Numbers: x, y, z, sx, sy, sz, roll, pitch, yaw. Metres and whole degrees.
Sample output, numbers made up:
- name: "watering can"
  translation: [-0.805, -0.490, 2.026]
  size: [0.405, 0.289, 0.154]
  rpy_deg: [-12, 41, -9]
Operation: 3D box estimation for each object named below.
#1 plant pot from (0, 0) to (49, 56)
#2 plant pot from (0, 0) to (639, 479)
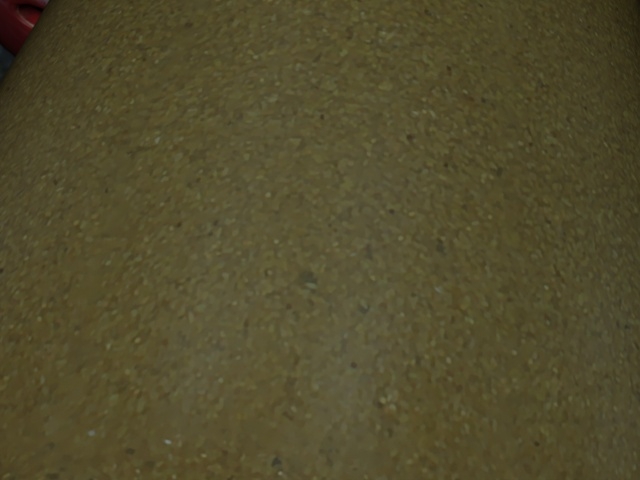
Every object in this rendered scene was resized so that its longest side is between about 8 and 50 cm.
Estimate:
- name: "plant pot"
  translation: [-0.070, -0.169, 0.589]
  size: [0.191, 0.174, 0.191]
  rpy_deg: [-5, 67, 11]
- name: "plant pot"
  translation: [0.000, 0.000, 0.457]
  size: [0.237, 0.237, 0.254]
  rpy_deg: [1, 67, 15]
